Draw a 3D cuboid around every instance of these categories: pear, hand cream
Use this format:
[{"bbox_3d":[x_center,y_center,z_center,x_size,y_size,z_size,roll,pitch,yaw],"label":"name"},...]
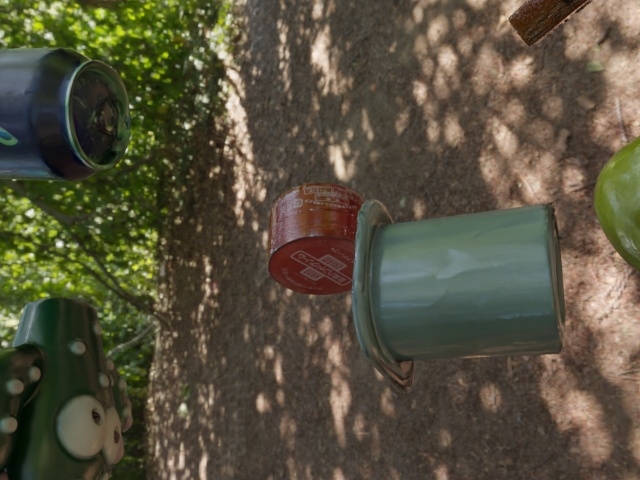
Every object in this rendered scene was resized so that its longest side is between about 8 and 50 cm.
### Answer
[{"bbox_3d":[0.625,-0.037,0.980,0.287,0.287,0.375,-54,20,43],"label":"pear"},{"bbox_3d":[0.000,0.000,1.048,0.193,0.193,0.125,-51,30,46],"label":"hand cream"}]

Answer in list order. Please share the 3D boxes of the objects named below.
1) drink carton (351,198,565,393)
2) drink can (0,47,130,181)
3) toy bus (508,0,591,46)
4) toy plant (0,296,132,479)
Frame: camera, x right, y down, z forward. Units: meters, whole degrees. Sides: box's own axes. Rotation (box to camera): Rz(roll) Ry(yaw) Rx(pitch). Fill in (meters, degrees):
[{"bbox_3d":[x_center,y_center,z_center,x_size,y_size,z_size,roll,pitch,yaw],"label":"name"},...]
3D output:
[{"bbox_3d":[0.147,0.050,0.607,0.189,0.191,0.185,-4,57,26],"label":"drink carton"},{"bbox_3d":[-0.284,-0.113,0.529,0.118,0.205,0.118,3,-90,-77],"label":"drink can"},{"bbox_3d":[0.549,-0.538,1.126,0.093,0.092,0.409,53,133,2],"label":"toy bus"},{"bbox_3d":[-0.259,0.182,0.579,0.243,0.112,0.232,-92,-15,-52],"label":"toy plant"}]
